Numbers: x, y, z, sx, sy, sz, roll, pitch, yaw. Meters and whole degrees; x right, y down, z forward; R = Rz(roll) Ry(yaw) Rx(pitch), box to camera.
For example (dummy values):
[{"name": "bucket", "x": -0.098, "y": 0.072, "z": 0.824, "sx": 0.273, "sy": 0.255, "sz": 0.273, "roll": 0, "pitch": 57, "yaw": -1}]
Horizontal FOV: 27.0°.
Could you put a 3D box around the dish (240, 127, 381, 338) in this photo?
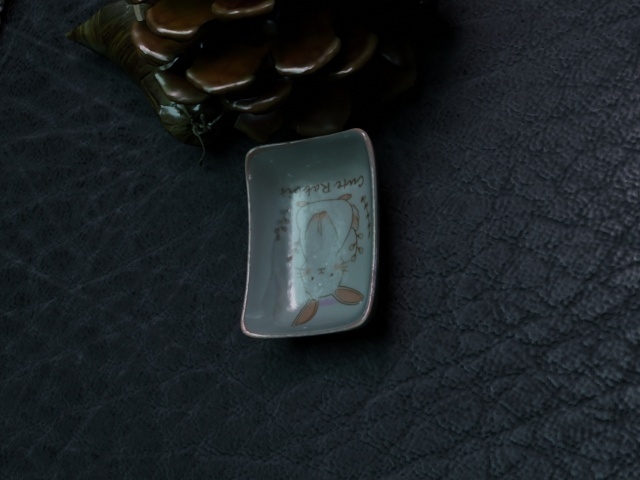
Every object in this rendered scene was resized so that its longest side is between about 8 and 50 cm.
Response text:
[{"name": "dish", "x": 0.000, "y": 0.000, "z": 1.392, "sx": 0.151, "sy": 0.077, "sz": 0.212, "roll": -8, "pitch": 72, "yaw": 26}]

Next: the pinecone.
[{"name": "pinecone", "x": -0.048, "y": -0.310, "z": 1.370, "sx": 0.384, "sy": 0.384, "sz": 0.384, "roll": -13, "pitch": 62, "yaw": 26}]

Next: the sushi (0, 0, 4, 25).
[{"name": "sushi", "x": -0.508, "y": -0.348, "z": 1.834, "sx": 0.126, "sy": 0.136, "sz": 0.225, "roll": 18, "pitch": 83, "yaw": 44}]

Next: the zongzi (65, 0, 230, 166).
[{"name": "zongzi", "x": -0.212, "y": -0.193, "z": 1.607, "sx": 0.241, "sy": 0.111, "sz": 0.247, "roll": -21, "pitch": 61, "yaw": 30}]
